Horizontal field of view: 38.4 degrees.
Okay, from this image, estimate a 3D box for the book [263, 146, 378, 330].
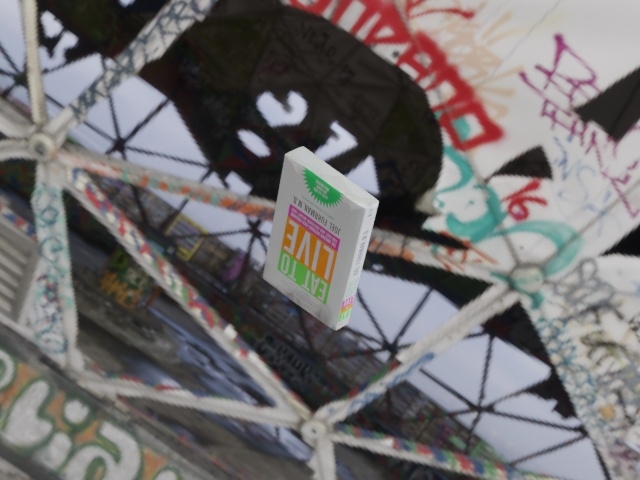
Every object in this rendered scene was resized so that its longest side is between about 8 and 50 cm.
[{"bbox_3d":[0.000,0.000,0.831,0.096,0.035,0.144,37,-45,29],"label":"book"}]
